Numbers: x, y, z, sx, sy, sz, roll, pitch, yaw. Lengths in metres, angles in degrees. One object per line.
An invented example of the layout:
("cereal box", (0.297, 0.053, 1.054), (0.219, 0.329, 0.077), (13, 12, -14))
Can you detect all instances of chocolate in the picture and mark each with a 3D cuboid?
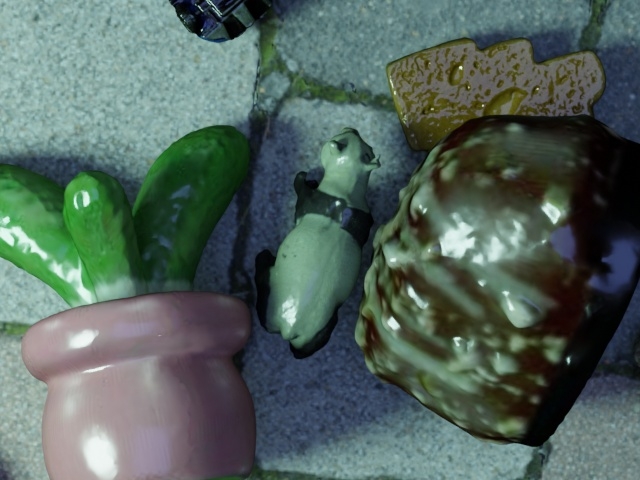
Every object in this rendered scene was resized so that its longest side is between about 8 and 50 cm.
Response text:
("chocolate", (0.148, 0.028, 1.025), (0.210, 0.225, 0.340), (21, 133, 3))

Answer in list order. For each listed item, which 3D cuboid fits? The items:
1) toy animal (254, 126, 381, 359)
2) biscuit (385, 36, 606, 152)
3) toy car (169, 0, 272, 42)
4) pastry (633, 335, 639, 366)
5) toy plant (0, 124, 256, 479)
("toy animal", (0.000, 0.000, 1.080), (0.094, 0.121, 0.225), (25, 83, -6))
("biscuit", (0.171, -0.121, 1.130), (0.239, 0.041, 0.212), (27, 98, -5))
("toy car", (-0.136, -0.286, 1.088), (0.103, 0.063, 0.216), (-41, 89, -1))
("pastry", (0.422, 0.064, 1.127), (0.265, 0.112, 0.103), (-44, 106, 11))
("toy plant", (-0.198, 0.071, 1.041), (0.317, 0.210, 0.356), (-11, 82, -1))
